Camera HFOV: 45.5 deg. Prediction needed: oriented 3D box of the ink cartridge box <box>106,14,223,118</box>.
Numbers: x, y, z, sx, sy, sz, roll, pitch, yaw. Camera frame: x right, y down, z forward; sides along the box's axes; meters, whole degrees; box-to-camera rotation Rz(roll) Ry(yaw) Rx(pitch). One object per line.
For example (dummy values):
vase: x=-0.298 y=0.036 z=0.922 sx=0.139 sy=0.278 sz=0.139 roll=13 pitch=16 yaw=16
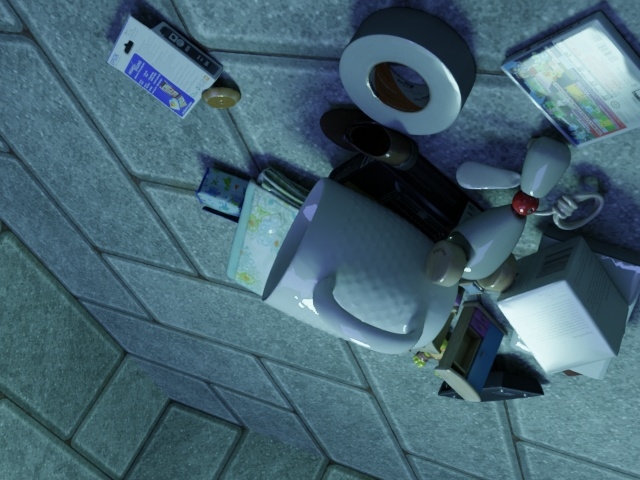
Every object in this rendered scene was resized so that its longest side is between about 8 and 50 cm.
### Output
ink cartridge box: x=-0.330 y=-0.369 z=1.601 sx=0.208 sy=0.045 sz=0.206 roll=36 pitch=152 yaw=-16

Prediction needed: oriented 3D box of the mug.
mug: x=0.088 y=0.088 z=1.464 sx=0.328 sy=0.374 sz=0.276 roll=26 pitch=113 yaw=-9

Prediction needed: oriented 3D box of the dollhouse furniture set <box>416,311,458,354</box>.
dollhouse furniture set: x=0.228 y=0.168 z=1.874 sx=0.128 sy=0.129 sz=0.184 roll=4 pitch=144 yaw=39

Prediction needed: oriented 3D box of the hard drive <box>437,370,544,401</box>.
hard drive: x=0.455 y=0.396 z=2.058 sx=0.171 sy=0.054 sz=0.254 roll=15 pitch=158 yaw=-27

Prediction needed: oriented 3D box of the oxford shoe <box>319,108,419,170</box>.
oxford shoe: x=0.072 y=-0.203 z=1.412 sx=0.227 sy=0.083 sz=0.096 roll=26 pitch=-173 yaw=40

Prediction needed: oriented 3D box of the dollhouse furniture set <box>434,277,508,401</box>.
dollhouse furniture set: x=0.413 y=0.220 z=1.714 sx=0.286 sy=0.198 sz=0.303 roll=44 pitch=149 yaw=-26

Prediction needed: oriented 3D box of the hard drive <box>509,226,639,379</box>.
hard drive: x=0.513 y=0.132 z=1.536 sx=0.202 sy=0.040 sz=0.308 roll=19 pitch=131 yaw=19

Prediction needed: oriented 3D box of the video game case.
video game case: x=0.405 y=-0.235 z=1.159 sx=0.201 sy=0.023 sz=0.183 roll=40 pitch=150 yaw=-21

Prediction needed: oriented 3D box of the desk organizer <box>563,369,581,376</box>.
desk organizer: x=0.617 y=0.282 z=1.788 sx=0.050 sy=0.047 sz=0.130 roll=36 pitch=152 yaw=-17

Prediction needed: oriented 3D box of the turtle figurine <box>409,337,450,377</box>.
turtle figurine: x=0.304 y=0.296 z=2.058 sx=0.269 sy=0.087 sz=0.217 roll=14 pitch=159 yaw=6

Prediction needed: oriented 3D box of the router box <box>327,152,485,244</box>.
router box: x=0.180 y=-0.062 z=1.590 sx=0.308 sy=0.081 sz=0.243 roll=39 pitch=150 yaw=-16

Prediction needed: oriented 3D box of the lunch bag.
lunch bag: x=-0.228 y=-0.102 z=1.906 sx=0.128 sy=0.096 sz=0.151 roll=21 pitch=166 yaw=10

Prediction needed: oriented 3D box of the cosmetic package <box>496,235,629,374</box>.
cosmetic package: x=0.456 y=0.122 z=1.429 sx=0.151 sy=0.151 sz=0.184 roll=-26 pitch=106 yaw=41

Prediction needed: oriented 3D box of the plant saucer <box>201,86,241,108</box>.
plant saucer: x=-0.208 y=-0.295 z=1.597 sx=0.083 sy=0.015 sz=0.083 roll=-2 pitch=165 yaw=0

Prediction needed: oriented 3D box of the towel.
towel: x=-0.055 y=0.034 z=1.838 sx=0.320 sy=0.090 sz=0.375 roll=30 pitch=135 yaw=10

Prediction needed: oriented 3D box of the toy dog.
toy dog: x=0.316 y=-0.054 z=1.380 sx=0.333 sy=0.161 sz=0.220 roll=-43 pitch=130 yaw=18

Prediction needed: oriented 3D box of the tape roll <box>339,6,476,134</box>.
tape roll: x=0.144 y=-0.279 z=1.278 sx=0.219 sy=0.072 sz=0.219 roll=23 pitch=151 yaw=14
